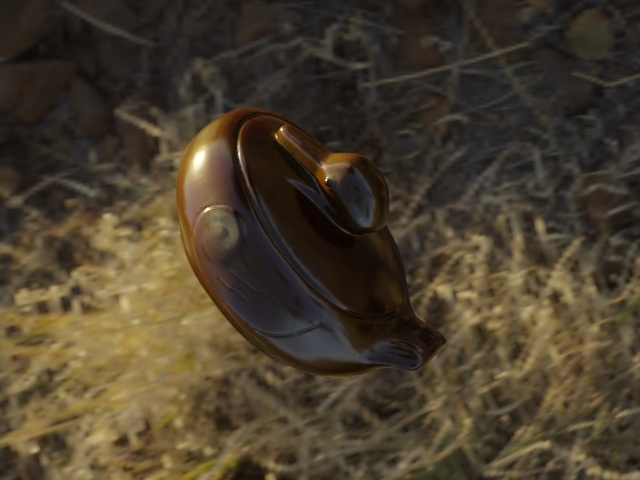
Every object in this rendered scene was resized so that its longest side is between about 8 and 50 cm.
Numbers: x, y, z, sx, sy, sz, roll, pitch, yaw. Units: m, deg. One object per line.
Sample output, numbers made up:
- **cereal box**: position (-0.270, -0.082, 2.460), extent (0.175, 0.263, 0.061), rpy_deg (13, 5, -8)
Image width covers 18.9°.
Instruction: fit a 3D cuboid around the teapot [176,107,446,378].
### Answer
- **teapot**: position (0.000, 0.000, 0.769), extent (0.078, 0.098, 0.129), rpy_deg (-37, 86, 31)
